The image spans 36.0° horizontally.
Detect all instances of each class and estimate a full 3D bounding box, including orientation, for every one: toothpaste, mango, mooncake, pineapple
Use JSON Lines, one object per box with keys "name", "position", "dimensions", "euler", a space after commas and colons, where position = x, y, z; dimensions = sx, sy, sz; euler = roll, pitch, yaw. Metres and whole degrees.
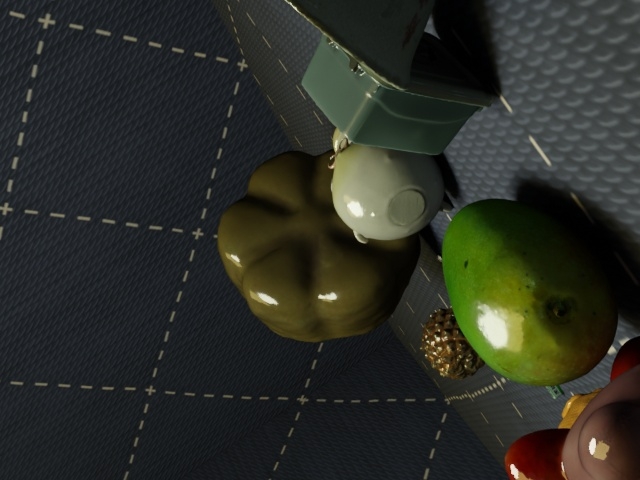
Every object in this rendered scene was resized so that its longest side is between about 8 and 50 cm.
{"name": "toothpaste", "position": [0.452, 0.276, 1.964], "dimensions": [0.083, 0.020, 0.017], "euler": [56, 171, 16]}
{"name": "mango", "position": [0.268, 0.062, 1.334], "dimensions": [0.225, 0.201, 0.382], "euler": [53, -179, -20]}
{"name": "mooncake", "position": [0.000, 0.000, 2.280], "dimensions": [0.467, 0.467, 0.262], "euler": [55, 173, 27]}
{"name": "pineapple", "position": [0.312, 0.235, 2.369], "dimensions": [0.193, 0.166, 0.166], "euler": [51, 173, 48]}

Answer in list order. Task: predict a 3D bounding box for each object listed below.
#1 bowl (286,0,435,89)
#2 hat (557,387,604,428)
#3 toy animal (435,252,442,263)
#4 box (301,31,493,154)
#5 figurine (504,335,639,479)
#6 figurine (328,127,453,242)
{"name": "bowl", "position": [-0.006, -0.370, 0.988], "dimensions": [0.435, 0.196, 0.435], "euler": [40, -166, -12]}
{"name": "hat", "position": [0.415, 0.288, 1.423], "dimensions": [0.233, 0.244, 0.233], "euler": [42, 153, 43]}
{"name": "toy animal", "position": [0.286, 0.059, 1.983], "dimensions": [0.108, 0.062, 0.220], "euler": [57, 170, 10]}
{"name": "box", "position": [0.096, -0.205, 1.265], "dimensions": [0.227, 0.130, 0.162], "euler": [2, -139, -42]}
{"name": "figurine", "position": [0.390, 0.237, 1.099], "dimensions": [0.211, 0.269, 0.261], "euler": [50, 164, 7]}
{"name": "figurine", "position": [0.124, -0.134, 1.887], "dimensions": [0.274, 0.227, 0.394], "euler": [28, -163, -26]}
